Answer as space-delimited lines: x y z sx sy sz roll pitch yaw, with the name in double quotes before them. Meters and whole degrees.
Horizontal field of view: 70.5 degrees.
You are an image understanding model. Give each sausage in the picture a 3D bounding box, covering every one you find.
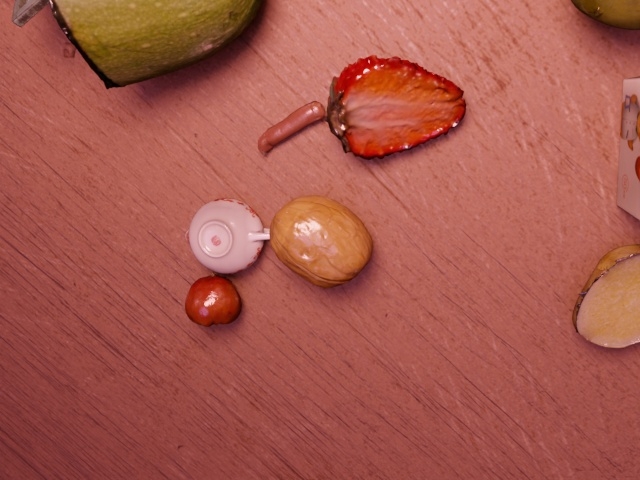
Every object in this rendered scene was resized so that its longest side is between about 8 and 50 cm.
"sausage" -0.061 -0.218 0.876 0.158 0.036 0.042 -29 88 22

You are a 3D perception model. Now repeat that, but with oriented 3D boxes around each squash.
"squash" -0.245 -0.439 0.747 0.309 0.310 0.310 -13 106 0

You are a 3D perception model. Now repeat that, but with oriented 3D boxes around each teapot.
"teapot" -0.186 -0.009 0.952 0.245 0.116 0.159 4 87 8

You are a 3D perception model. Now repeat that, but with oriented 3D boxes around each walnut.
"walnut" 0.000 0.000 0.870 0.197 0.165 0.165 35 113 1

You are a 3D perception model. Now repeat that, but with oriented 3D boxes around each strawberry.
"strawberry" 0.125 -0.244 0.787 0.236 0.111 0.190 -4 138 -7

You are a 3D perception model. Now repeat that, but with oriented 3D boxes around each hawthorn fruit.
"hawthorn fruit" -0.242 0.130 0.998 0.125 0.125 0.140 -23 106 21

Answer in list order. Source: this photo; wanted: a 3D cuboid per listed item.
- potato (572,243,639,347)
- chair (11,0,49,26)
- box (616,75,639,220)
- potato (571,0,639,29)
"potato" 0.531 0.092 0.808 0.164 0.081 0.200 16 115 0
"chair" -0.505 -0.518 0.754 0.136 0.270 0.147 -23 144 21
"box" 0.530 -0.113 0.592 0.143 0.341 0.225 -4 108 15
"potato" 0.442 -0.434 0.582 0.216 0.216 0.304 9 101 11
